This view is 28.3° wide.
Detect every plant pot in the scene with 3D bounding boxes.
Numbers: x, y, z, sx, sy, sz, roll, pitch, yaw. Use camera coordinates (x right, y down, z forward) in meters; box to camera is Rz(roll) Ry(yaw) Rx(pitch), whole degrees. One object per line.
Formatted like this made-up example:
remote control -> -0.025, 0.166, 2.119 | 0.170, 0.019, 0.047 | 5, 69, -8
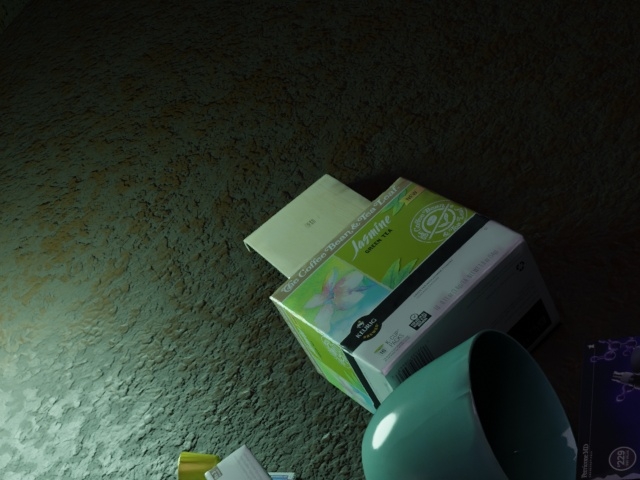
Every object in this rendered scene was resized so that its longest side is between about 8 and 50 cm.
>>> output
plant pot -> 0.204, 0.307, 1.845 | 0.235, 0.293, 0.293 | -28, 35, 29

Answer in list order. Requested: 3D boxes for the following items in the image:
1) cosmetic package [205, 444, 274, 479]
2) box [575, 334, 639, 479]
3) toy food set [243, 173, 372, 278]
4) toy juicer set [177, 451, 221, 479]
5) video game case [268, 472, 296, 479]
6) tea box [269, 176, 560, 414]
cosmetic package -> -0.072, 0.427, 1.916 | 0.085, 0.231, 0.117 | -35, 38, -8
box -> 0.478, 0.266, 1.851 | 0.184, 0.103, 0.261 | -12, 42, 26
toy food set -> 0.000, 0.000, 2.473 | 0.220, 0.092, 0.306 | -39, 31, -9
toy juicer set -> -0.208, 0.487, 1.941 | 0.090, 0.209, 0.329 | -4, 22, 7
video game case -> -0.095, 0.438, 2.098 | 0.087, 0.011, 0.122 | -5, 45, 29
tea box -> 0.158, 0.115, 2.123 | 0.329, 0.220, 0.323 | -43, 39, -15
